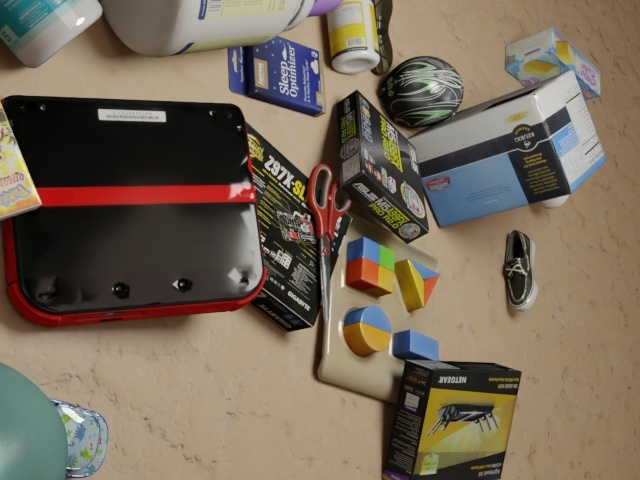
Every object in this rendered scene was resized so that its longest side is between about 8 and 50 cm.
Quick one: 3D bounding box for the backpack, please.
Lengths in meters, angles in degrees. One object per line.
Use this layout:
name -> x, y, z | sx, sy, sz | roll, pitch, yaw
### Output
backpack -> -0.348, 0.275, 1.070 | 0.114, 0.084, 0.105 | 26, 64, -40

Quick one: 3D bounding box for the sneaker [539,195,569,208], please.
sneaker -> 0.594, -0.259, 2.128 | 0.150, 0.135, 0.365 | 25, 53, -29

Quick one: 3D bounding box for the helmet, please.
helmet -> 0.234, -0.336, 1.757 | 0.169, 0.162, 0.169 | 14, 69, -42

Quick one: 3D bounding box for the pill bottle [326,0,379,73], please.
pill bottle -> 0.067, -0.459, 1.671 | 0.103, 0.103, 0.184 | 5, 76, -44

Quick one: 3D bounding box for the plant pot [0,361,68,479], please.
plant pot -> -0.425, 0.268, 0.867 | 0.293, 0.293, 0.235 | 56, 33, -18

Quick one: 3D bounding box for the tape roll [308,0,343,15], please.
tape roll -> -0.053, -0.555, 1.456 | 0.090, 0.275, 0.274 | -26, 97, -45

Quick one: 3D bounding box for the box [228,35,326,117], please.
box -> -0.082, -0.333, 1.539 | 0.225, 0.037, 0.136 | 7, 73, -42

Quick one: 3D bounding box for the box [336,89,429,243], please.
box -> 0.125, -0.154, 1.605 | 0.216, 0.060, 0.270 | 38, 34, -33

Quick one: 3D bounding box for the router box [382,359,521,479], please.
router box -> 0.277, 0.374, 1.607 | 0.309, 0.081, 0.242 | 9, 92, -43

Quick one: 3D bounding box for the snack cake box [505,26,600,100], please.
snack cake box -> 0.665, -0.485, 2.232 | 0.264, 0.152, 0.089 | 25, 62, -37

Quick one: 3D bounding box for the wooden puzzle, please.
wooden puzzle -> 0.143, 0.143, 1.593 | 0.322, 0.081, 0.347 | 26, 62, -38

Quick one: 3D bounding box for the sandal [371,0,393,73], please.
sandal -> 0.119, -0.486, 1.769 | 0.090, 0.060, 0.219 | -16, 105, -40

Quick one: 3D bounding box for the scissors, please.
scissors -> 0.000, 0.000, 1.429 | 0.109, 0.021, 0.297 | 33, 57, -37

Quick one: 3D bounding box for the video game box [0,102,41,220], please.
video game box -> -0.499, -0.098, 1.019 | 0.205, 0.048, 0.187 | -24, 97, -30

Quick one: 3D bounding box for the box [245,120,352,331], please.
box -> -0.102, -0.026, 1.402 | 0.322, 0.079, 0.257 | 40, 51, -29

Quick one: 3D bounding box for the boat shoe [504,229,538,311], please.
boat shoe -> 0.495, 0.074, 1.967 | 0.070, 0.078, 0.219 | 36, 48, -33

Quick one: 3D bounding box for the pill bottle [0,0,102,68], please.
pill bottle -> -0.450, -0.389, 1.113 | 0.264, 0.146, 0.146 | 51, 49, -21

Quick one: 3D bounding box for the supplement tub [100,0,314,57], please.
supplement tub -> -0.183, -0.442, 1.325 | 0.325, 0.235, 0.235 | -23, 95, -46

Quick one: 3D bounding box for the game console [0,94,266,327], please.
game console -> -0.277, -0.051, 1.190 | 0.387, 0.060, 0.341 | -3, 76, -28

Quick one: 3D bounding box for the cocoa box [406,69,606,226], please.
cocoa box -> 0.416, -0.201, 1.767 | 0.231, 0.347, 0.227 | -33, 103, -45
